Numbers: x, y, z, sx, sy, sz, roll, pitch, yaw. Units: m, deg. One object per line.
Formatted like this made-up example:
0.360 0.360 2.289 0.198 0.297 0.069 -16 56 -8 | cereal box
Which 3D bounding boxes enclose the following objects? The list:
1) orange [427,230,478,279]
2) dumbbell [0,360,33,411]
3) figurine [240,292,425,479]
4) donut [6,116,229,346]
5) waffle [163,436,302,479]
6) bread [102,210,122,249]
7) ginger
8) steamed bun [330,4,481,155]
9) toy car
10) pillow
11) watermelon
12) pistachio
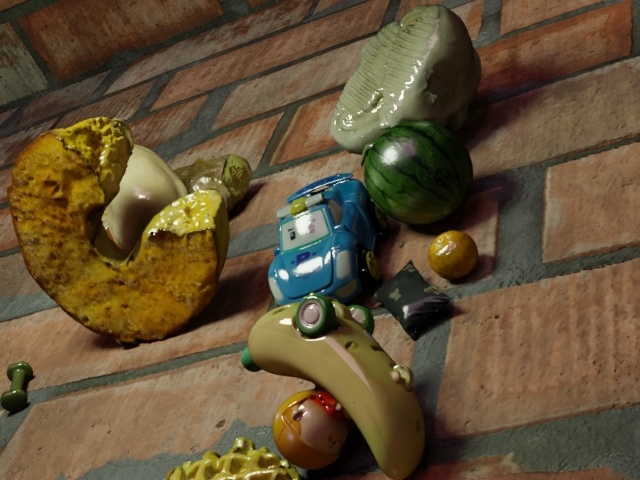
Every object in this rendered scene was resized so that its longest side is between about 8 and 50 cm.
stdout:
0.216 0.024 1.633 0.083 0.070 0.083 -33 27 19 | orange
-0.594 0.285 1.969 0.052 0.046 0.118 -22 27 1 | dumbbell
0.011 0.213 1.385 0.222 0.124 0.324 -52 55 11 | figurine
-0.382 -0.016 1.916 0.377 0.435 0.163 -50 4 30 | donut
-0.166 0.393 1.368 0.312 0.060 0.307 -32 25 -7 | waffle
-0.490 0.001 2.282 0.190 0.123 0.244 -44 30 -26 | bread
-0.292 -0.105 2.278 0.270 0.123 0.218 -7 46 44 | ginger
0.202 -0.303 2.069 0.310 0.219 0.324 -13 53 56 | steamed bun
0.000 0.000 1.783 0.198 0.166 0.314 -20 28 23 | toy car
0.142 0.092 1.608 0.090 0.048 0.150 -29 29 -7 | pillow
0.166 -0.128 1.795 0.188 0.188 0.215 -39 64 -20 | watermelon
-0.369 -0.074 2.115 0.188 0.187 0.299 -33 48 -8 | pistachio
